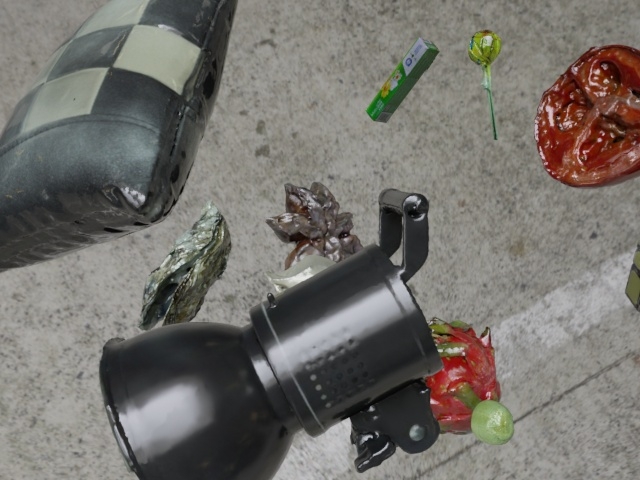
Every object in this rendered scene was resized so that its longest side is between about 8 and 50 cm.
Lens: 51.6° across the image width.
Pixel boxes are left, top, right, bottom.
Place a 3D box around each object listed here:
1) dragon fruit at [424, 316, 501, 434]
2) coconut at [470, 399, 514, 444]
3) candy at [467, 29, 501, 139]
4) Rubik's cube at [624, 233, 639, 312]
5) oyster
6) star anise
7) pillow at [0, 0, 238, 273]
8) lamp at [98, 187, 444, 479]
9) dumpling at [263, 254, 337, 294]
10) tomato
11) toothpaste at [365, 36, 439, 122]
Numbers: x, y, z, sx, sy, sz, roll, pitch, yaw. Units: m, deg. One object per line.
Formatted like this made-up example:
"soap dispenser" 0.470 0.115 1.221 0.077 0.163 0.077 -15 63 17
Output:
"dragon fruit" 0.290 0.312 1.525 0.236 0.303 0.231 -17 42 22
"coconut" 0.345 0.366 1.332 0.087 0.096 0.088 0 89 -21
"candy" 0.300 -0.275 1.177 0.058 0.062 0.194 -8 96 12
"Rubik's cube" 0.594 0.057 0.911 0.318 0.264 0.319 -8 62 15
"oyster" -0.300 0.063 1.530 0.158 0.162 0.351 26 70 -12
"star anise" 0.002 0.000 1.643 0.117 0.331 0.332 -11 58 40
"pillow" -0.144 -0.094 0.474 0.185 0.106 0.250 -14 49 33
"lamp" -0.007 0.089 0.450 0.227 0.147 0.172 -26 98 -3
"dumpling" -0.007 0.083 1.181 0.181 0.155 0.111 38 84 -3
"tomato" 0.456 -0.185 1.030 0.227 0.101 0.228 -9 78 49
"toothpaste" 0.154 -0.302 1.263 0.178 0.043 0.037 -52 56 33
